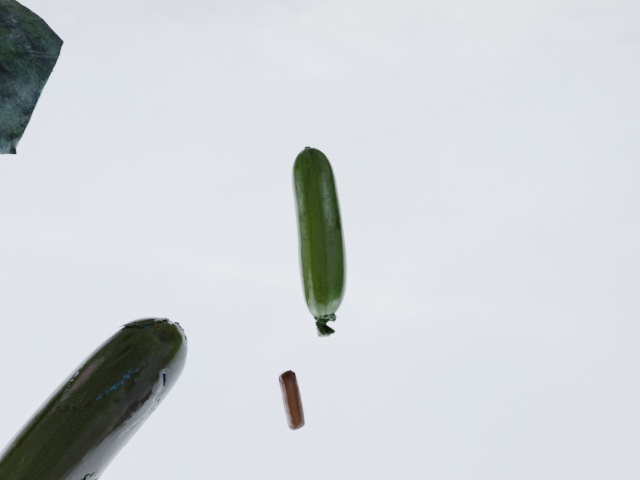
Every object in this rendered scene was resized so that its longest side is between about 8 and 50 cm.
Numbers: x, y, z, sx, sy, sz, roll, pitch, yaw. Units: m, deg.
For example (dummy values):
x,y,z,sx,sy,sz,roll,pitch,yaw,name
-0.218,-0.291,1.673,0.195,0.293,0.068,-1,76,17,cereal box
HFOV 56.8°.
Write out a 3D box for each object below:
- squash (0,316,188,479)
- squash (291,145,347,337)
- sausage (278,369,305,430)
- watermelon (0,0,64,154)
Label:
x,y,z,sx,sy,sz,roll,pitch,yaw,name
-0.232,0.199,0.500,0.087,0.087,0.332,31,-106,19,squash
0.000,0.000,1.169,0.101,0.101,0.379,-2,-97,-18,squash
-0.062,0.344,1.284,0.039,0.131,0.041,-12,-173,-23,sausage
-0.692,-0.331,1.241,0.228,0.258,0.388,15,-111,-28,watermelon
